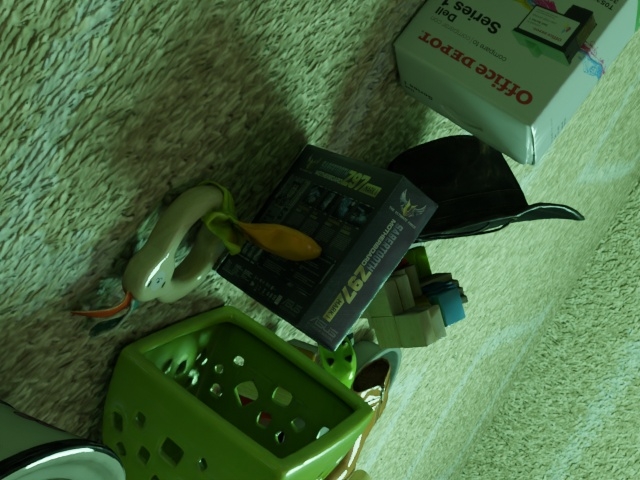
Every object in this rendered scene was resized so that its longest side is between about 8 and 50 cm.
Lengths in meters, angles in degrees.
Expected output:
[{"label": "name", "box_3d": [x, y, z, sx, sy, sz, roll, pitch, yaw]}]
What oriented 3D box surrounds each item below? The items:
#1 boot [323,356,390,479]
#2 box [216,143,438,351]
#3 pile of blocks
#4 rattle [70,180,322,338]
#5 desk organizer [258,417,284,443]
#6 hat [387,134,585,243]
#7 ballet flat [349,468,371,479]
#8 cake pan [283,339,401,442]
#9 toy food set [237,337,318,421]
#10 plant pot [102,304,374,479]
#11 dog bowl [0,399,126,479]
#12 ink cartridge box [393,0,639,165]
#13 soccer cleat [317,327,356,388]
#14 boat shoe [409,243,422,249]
[{"label": "boot", "box_3d": [0.045, 0.279, 1.863, 0.197, 0.073, 0.152, -56, 165, -39]}, {"label": "box", "box_3d": [0.000, 0.000, 1.269, 0.059, 0.233, 0.183, 37, 84, -28]}, {"label": "pile of blocks", "box_3d": [0.116, 0.052, 1.605, 0.149, 0.112, 0.362, -16, -173, -4]}, {"label": "rattle", "box_3d": [-0.120, 0.046, 1.164, 0.199, 0.143, 0.130, -47, 173, -40]}, {"label": "desk organizer", "box_3d": [-0.108, 0.298, 1.715, 0.130, 0.050, 0.047, -40, 155, -39]}, {"label": "hat", "box_3d": [0.182, -0.070, 1.602, 0.331, 0.331, 0.133, 2, 81, -68]}, {"label": "ballet flat", "box_3d": [0.030, 0.565, 2.437, 0.073, 0.080, 0.232, 4, 117, -51]}, {"label": "cake pan", "box_3d": [0.029, 0.285, 2.015, 0.293, 0.054, 0.293, -47, 159, -25]}, {"label": "toy food set", "box_3d": [-0.071, 0.175, 1.592, 0.232, 0.105, 0.111, 90, 21, -87]}, {"label": "plant pot", "box_3d": [-0.113, 0.232, 1.337, 0.228, 0.227, 0.207, -18, 139, -62]}, {"label": "dog bowl", "box_3d": [-0.351, 0.293, 0.984, 0.408, 0.150, 0.408, -48, 160, -24]}, {"label": "ink cartridge box", "box_3d": [0.248, -0.261, 1.443, 0.278, 0.201, 0.117, -52, 160, -10]}, {"label": "soccer cleat", "box_3d": [0.016, 0.115, 1.598, 0.072, 0.060, 0.178, 88, -3, -54]}, {"label": "boat shoe", "box_3d": [0.116, 0.042, 1.860, 0.046, 0.038, 0.125, 15, 107, -26]}]
